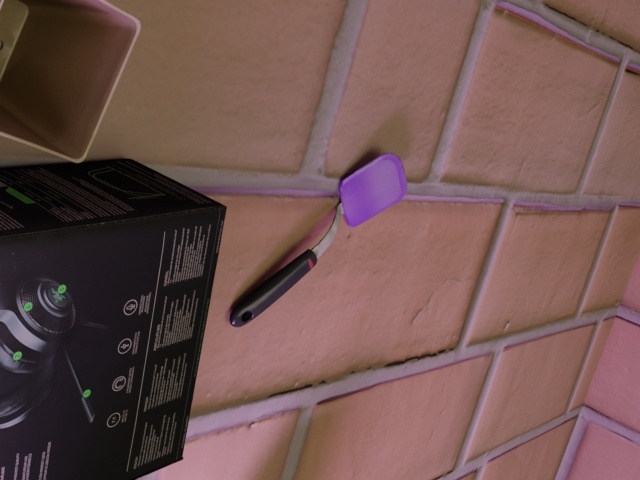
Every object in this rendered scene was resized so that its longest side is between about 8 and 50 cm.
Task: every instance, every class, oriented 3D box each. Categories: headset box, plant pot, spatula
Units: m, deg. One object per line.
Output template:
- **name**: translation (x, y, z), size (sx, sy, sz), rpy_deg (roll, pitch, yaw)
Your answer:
- **headset box**: translation (-0.231, 0.080, 0.649), size (0.283, 0.131, 0.246), rpy_deg (-13, 121, -50)
- **plant pot**: translation (-0.207, -0.129, 0.579), size (0.109, 0.096, 0.109), rpy_deg (21, 93, -58)
- **spatula**: translation (0.000, 0.000, 1.005), size (0.296, 0.030, 0.084), rpy_deg (-44, 140, -28)
